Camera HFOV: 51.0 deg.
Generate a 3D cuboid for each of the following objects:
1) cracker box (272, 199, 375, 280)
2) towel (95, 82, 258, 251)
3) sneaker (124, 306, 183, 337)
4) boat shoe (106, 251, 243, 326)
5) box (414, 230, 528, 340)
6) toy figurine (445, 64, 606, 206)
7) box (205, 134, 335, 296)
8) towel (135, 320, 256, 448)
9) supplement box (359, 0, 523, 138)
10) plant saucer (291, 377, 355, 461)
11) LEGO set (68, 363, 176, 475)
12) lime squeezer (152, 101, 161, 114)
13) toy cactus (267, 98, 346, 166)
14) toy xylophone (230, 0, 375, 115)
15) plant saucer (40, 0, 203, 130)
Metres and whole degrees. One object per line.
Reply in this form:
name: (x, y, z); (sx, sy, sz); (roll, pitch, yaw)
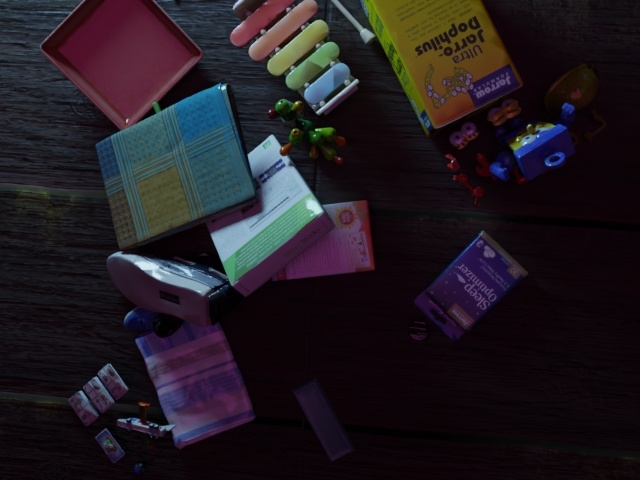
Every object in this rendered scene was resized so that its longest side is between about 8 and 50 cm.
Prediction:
cracker box: (0.000, 0.000, 1.494); (0.232, 0.067, 0.156); (-6, 91, 5)
towel: (-0.316, -0.153, 1.450); (0.370, 0.040, 0.271); (-19, 80, 23)
sneaker: (-0.380, 0.186, 1.522); (0.152, 0.085, 0.058); (-13, 120, 5)
boat shoe: (-0.313, 0.084, 1.512); (0.340, 0.158, 0.127); (20, 123, 29)
box: (0.330, 0.105, 1.486); (0.136, 0.036, 0.225); (43, 97, 2)
toy figurine: (0.457, -0.183, 1.340); (0.362, 0.217, 0.191); (-29, 115, 3)
box: (-0.127, -0.061, 1.404); (0.232, 0.322, 0.058); (-38, 132, 6)
towel: (-0.290, 0.319, 1.553); (0.209, 0.034, 0.285); (-21, 91, 5)
supplement box: (0.237, -0.419, 1.388); (0.195, 0.194, 0.357); (-27, 90, 6)
plant saucer: (0.006, 0.414, 1.539); (0.067, 0.018, 0.192); (-29, 91, 6)
LEGO set: (-0.455, 0.419, 1.560); (0.182, 0.060, 0.244); (-41, 84, 26)
lime squeezer: (-0.356, -0.149, 1.526); (0.110, 0.059, 0.310); (17, 100, 20)
toy cactus: (-0.046, -0.242, 1.454); (0.112, 0.219, 0.180); (-53, 47, 15)
toy xylophone: (-0.030, -0.441, 1.468); (0.322, 0.081, 0.236); (43, 95, 2)
plant saucer: (-0.439, -0.422, 1.500); (0.258, 0.048, 0.259); (-43, 103, 6)
